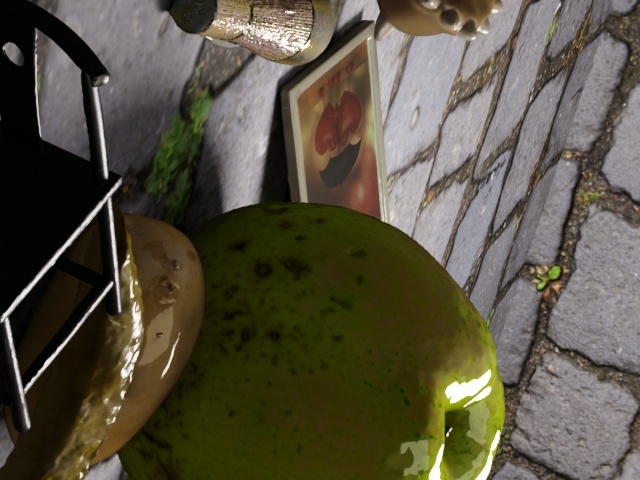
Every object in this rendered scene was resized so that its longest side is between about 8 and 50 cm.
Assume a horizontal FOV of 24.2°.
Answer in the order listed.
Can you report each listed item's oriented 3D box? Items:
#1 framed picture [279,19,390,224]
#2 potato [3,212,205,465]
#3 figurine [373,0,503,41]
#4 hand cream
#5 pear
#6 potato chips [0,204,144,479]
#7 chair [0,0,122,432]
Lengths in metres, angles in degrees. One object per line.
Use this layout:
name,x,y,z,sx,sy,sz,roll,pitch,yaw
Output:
framed picture,0.021,-0.080,1.710,0.211,0.020,0.289,-45,137,-49
potato,-0.182,0.089,1.259,0.150,0.146,0.234,20,94,-41
figurine,0.151,-0.298,1.570,0.177,0.247,0.173,-77,146,-64
hand cream,-0.063,-0.199,1.329,0.203,0.084,0.084,-11,123,-64
pear,-0.003,0.146,1.467,0.391,0.391,0.391,-56,161,-32
potato chips,-0.214,0.154,1.160,0.080,0.057,0.407,14,116,-38
chair,-0.218,-0.019,0.953,0.141,0.154,0.260,-56,162,-35
